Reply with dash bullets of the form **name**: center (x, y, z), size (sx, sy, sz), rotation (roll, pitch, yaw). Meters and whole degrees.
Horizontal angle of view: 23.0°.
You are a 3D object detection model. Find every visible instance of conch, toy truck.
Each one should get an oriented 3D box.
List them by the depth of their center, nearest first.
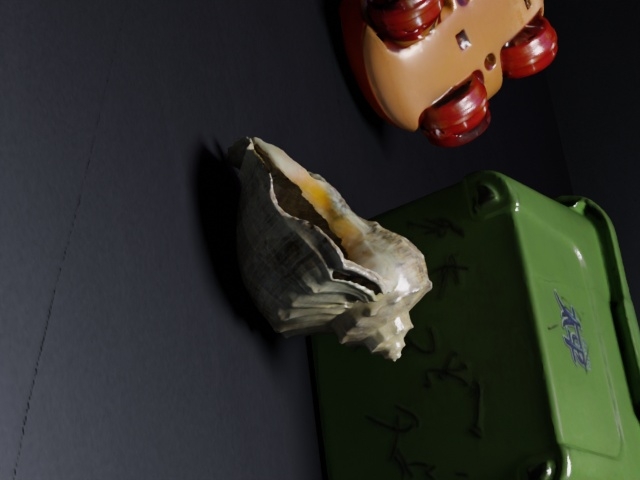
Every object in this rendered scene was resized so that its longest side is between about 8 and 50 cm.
- **conch**: center (0.000, 0.000, 1.154), size (0.207, 0.130, 0.155), rotation (59, -16, 8)
- **toy truck**: center (0.108, -0.239, 1.685), size (0.265, 0.239, 0.189), rotation (-42, 124, -25)

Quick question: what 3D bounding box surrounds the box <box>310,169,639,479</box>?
- **box**: center (0.117, 0.115, 1.257), size (0.178, 0.253, 0.328), rotation (30, 44, -48)
